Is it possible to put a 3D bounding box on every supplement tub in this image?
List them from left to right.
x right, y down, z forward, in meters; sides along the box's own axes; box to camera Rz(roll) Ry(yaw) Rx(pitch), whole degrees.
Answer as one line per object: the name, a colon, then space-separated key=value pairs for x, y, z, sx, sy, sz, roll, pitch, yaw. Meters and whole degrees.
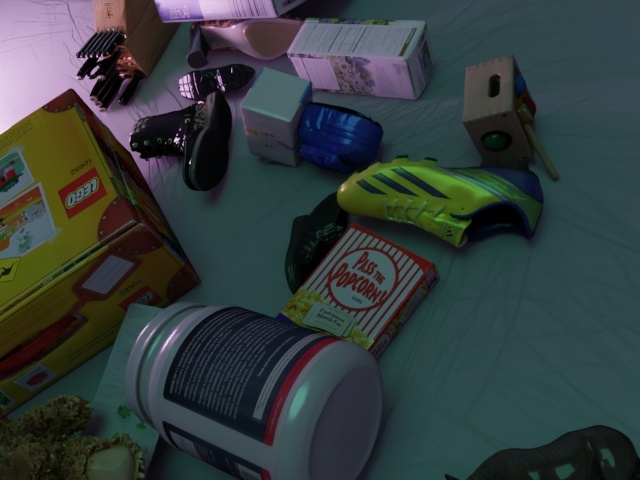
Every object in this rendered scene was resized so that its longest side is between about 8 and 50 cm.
supplement tub: x=-0.080 y=0.185 z=0.786 sx=0.272 sy=0.191 sz=0.191 roll=13 pitch=63 yaw=33

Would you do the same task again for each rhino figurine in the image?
rhino figurine: x=0.224 y=0.267 z=0.686 sx=0.243 sy=0.073 sz=0.106 roll=-20 pitch=53 yaw=10

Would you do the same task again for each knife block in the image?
knife block: x=-0.406 y=-0.403 z=1.421 sx=0.088 sy=0.242 sz=0.276 roll=7 pitch=15 yaw=25

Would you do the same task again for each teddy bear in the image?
teddy bear: x=-0.362 y=0.320 z=0.856 sx=0.338 sy=0.113 sz=0.245 roll=-16 pitch=75 yaw=24

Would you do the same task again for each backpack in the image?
backpack: x=0.036 y=-0.160 z=1.050 sx=0.120 sy=0.098 sz=0.101 roll=15 pitch=93 yaw=30

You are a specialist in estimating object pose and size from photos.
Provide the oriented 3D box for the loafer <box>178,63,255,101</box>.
loafer: x=-0.204 y=-0.311 z=1.286 sx=0.170 sy=0.062 sz=0.061 roll=1 pitch=20 yaw=30

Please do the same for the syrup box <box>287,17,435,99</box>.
syrup box: x=0.071 y=-0.321 z=1.146 sx=0.237 sy=0.093 sz=0.096 roll=11 pitch=61 yaw=28

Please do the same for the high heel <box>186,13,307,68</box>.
high heel: x=-0.146 y=-0.436 z=1.331 sx=0.261 sy=0.093 sz=0.186 roll=-13 pitch=39 yaw=5

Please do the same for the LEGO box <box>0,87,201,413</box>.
LEGO box: x=-0.506 y=0.041 z=1.057 sx=0.500 sy=0.193 sz=0.372 roll=-34 pitch=54 yaw=-3

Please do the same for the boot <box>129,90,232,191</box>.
boot: x=-0.259 y=-0.163 z=1.180 sx=0.178 sy=0.085 sz=0.236 roll=-12 pitch=47 yaw=17

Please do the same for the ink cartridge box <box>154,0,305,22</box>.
ink cartridge box: x=-0.112 y=-0.528 z=1.326 sx=0.324 sy=0.071 sz=0.330 roll=12 pitch=40 yaw=38

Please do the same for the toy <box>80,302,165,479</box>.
toy: x=-0.250 y=0.215 z=0.926 sx=0.137 sy=0.056 sz=0.237 roll=6 pitch=65 yaw=29

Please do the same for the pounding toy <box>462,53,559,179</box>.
pounding toy: x=0.277 y=-0.171 z=0.946 sx=0.100 sy=0.130 sz=0.141 roll=-10 pitch=53 yaw=31

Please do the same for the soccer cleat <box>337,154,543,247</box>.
soccer cleat: x=0.159 y=-0.048 z=0.911 sx=0.289 sy=0.093 sz=0.121 roll=0 pitch=64 yaw=16

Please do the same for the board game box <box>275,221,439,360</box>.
board game box: x=0.048 y=0.083 z=0.904 sx=0.147 sy=0.045 sz=0.193 roll=28 pitch=71 yaw=34

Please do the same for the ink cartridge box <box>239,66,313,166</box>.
ink cartridge box: x=-0.068 y=-0.199 z=1.097 sx=0.090 sy=0.143 sz=0.092 roll=19 pitch=64 yaw=12

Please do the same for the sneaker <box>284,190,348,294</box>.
sneaker: x=0.001 y=0.002 z=0.976 sx=0.089 sy=0.051 sz=0.170 roll=-11 pitch=49 yaw=19
